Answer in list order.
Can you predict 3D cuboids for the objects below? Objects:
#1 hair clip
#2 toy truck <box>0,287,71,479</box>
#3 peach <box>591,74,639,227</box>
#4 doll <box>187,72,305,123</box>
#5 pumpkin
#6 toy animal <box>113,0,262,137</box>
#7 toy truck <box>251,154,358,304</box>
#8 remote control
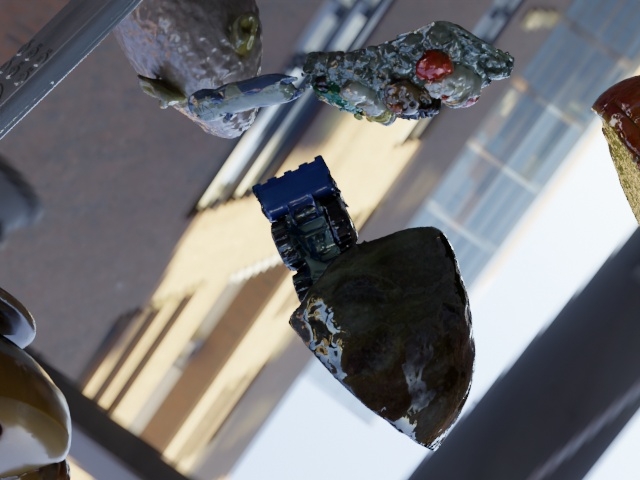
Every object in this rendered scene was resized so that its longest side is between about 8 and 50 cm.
[{"bbox_3d":[0.095,-0.192,2.021,0.138,0.091,0.321,25,161,-31],"label":"hair clip"},{"bbox_3d":[-0.387,0.162,1.613,0.204,0.288,0.211,49,-145,-53],"label":"toy truck"},{"bbox_3d":[0.475,-0.103,2.102,0.245,0.248,0.274,-17,-124,-24],"label":"peach"},{"bbox_3d":[-0.073,-0.139,1.571,0.037,0.125,0.027,55,-144,-40],"label":"doll"},{"bbox_3d":[0.108,0.101,1.602,0.148,0.169,0.312,47,-179,23],"label":"pumpkin"},{"bbox_3d":[-0.183,-0.298,2.148,0.358,0.188,0.226,56,-178,-10],"label":"toy animal"},{"bbox_3d":[0.000,0.000,2.230,0.126,0.113,0.208,34,-147,-81],"label":"toy truck"},{"bbox_3d":[-0.232,-0.105,1.179,0.029,0.261,0.067,49,170,-32],"label":"remote control"}]
